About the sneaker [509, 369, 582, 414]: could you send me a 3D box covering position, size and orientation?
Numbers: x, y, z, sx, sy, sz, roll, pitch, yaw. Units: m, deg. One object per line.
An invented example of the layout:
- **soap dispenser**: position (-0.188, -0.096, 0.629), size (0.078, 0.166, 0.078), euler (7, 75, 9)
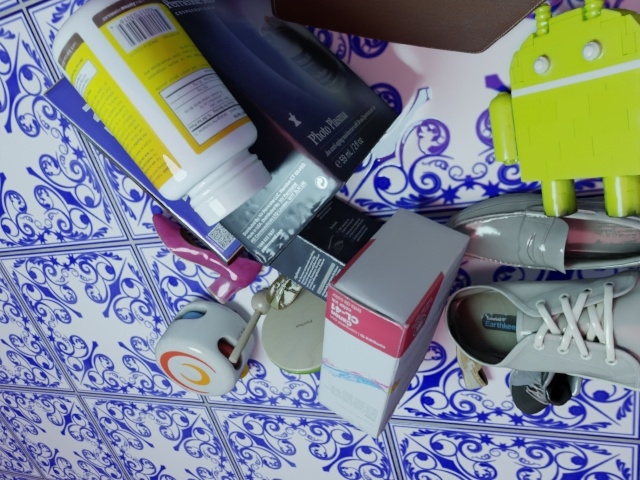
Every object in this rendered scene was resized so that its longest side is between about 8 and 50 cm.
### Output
- **sneaker**: position (0.385, 0.249, 0.821), size (0.086, 0.132, 0.229), euler (15, 122, 13)

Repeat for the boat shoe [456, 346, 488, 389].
- **boat shoe**: position (0.287, 0.227, 0.903), size (0.045, 0.050, 0.135), euler (-11, 124, 23)

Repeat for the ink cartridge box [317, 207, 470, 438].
- **ink cartridge box**: position (0.109, 0.136, 0.775), size (0.131, 0.226, 0.306), euler (27, 136, 21)

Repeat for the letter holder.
- **letter holder**: position (0.097, -0.348, 0.570), size (0.301, 0.214, 0.152), euler (9, 91, -3)

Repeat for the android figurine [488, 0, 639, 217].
- **android figurine**: position (0.322, -0.163, 0.592), size (0.248, 0.056, 0.273), euler (8, 113, 57)

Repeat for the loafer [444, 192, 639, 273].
- **loafer**: position (0.341, -0.008, 0.703), size (0.319, 0.111, 0.112), euler (-5, 116, 25)

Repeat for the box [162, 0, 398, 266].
- **box**: position (-0.079, -0.177, 0.663), size (0.294, 0.296, 0.183), euler (41, 125, -5)

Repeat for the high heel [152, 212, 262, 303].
- **high heel**: position (-0.236, 0.009, 0.985), size (0.117, 0.082, 0.244), euler (-44, 82, 3)

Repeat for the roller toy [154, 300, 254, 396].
- **roller toy**: position (-0.249, 0.236, 1.060), size (0.209, 0.146, 0.191), euler (26, 134, -1)

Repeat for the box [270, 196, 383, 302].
- **box**: position (0.000, 0.000, 0.813), size (0.158, 0.156, 0.093), euler (32, 127, 8)

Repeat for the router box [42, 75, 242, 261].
- **router box**: position (-0.252, -0.100, 0.796), size (0.335, 0.082, 0.301), euler (43, 169, -5)

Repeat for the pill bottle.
- **pill bottle**: position (-0.144, -0.123, 0.471), size (0.117, 0.117, 0.215), euler (-29, 103, 32)

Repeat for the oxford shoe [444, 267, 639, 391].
- **oxford shoe**: position (0.372, 0.123, 0.677), size (0.449, 0.130, 0.169), euler (-7, 76, 43)

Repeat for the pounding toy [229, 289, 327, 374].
- **pounding toy**: position (-0.039, 0.193, 0.960), size (0.236, 0.183, 0.110), euler (0, 144, 22)

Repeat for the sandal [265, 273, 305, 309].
- **sandal**: position (-0.035, 0.065, 0.930), size (0.180, 0.049, 0.072), euler (-45, 82, 17)
